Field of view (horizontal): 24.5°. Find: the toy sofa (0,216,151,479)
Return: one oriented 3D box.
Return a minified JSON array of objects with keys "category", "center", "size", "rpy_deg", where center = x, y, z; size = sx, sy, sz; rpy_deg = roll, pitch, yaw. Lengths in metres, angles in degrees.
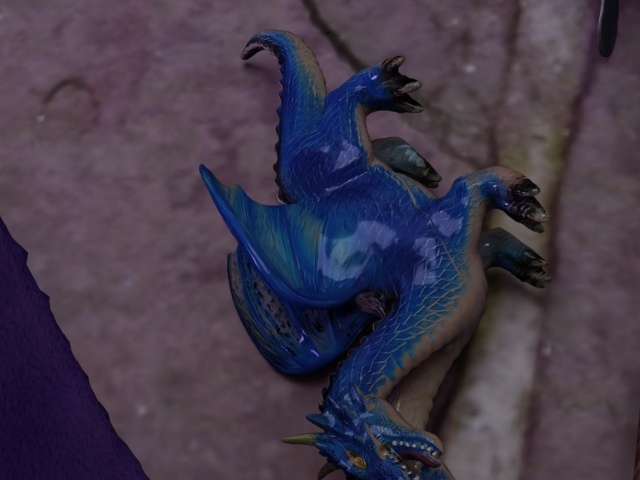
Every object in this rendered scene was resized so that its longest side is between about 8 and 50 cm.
[{"category":"toy sofa","center":[-0.113,0.099,0.419],"size":[0.150,0.362,0.177],"rpy_deg":[-37,52,-17]}]

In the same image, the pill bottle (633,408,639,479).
[{"category":"pill bottle","center":[0.177,0.073,0.537],"size":[0.121,0.121,0.216],"rpy_deg":[6,57,13]}]

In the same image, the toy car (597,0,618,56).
[{"category":"toy car","center":[0.167,-0.189,0.712],"size":[0.149,0.155,0.188],"rpy_deg":[14,68,18]}]

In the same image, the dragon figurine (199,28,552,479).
[{"category":"dragon figurine","center":[0.000,0.000,0.637],"size":[0.144,0.085,0.289],"rpy_deg":[-33,58,-15]}]
